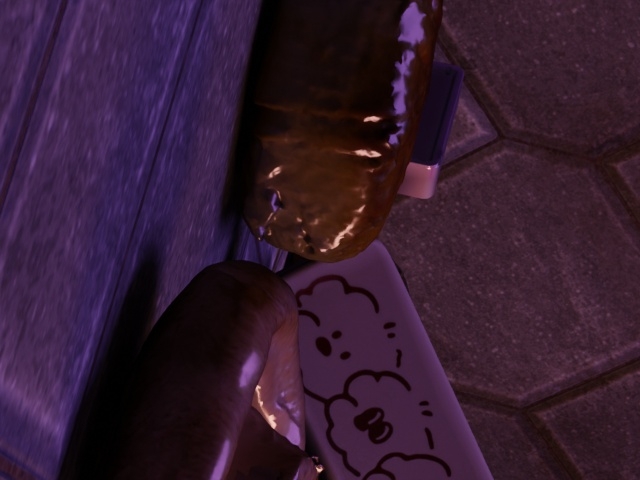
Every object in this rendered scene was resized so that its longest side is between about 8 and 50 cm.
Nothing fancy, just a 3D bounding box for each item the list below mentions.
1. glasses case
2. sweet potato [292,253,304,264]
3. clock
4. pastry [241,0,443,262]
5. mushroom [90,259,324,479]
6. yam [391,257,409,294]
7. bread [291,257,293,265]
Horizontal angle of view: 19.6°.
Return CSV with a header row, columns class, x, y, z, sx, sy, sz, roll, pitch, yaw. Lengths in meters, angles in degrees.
class,x,y,z,sx,sy,sz,roll,pitch,yaw
glasses case,0.052,0.171,1.649,0.336,0.144,0.076,64,-19,-6
sweet potato,-0.008,-0.027,2.096,0.053,0.054,0.182,-4,-109,59
clock,0.091,-0.151,2.357,0.063,0.150,0.197,96,9,-46
pastry,0.025,-0.139,1.557,0.329,0.136,0.330,13,90,-86
mushroom,-0.074,0.153,1.192,0.278,0.146,0.278,10,90,-76
yam,0.014,0.151,2.293,0.304,0.168,0.168,101,5,-50
bread,0.000,0.000,2.276,0.043,0.062,0.109,-69,169,-52
